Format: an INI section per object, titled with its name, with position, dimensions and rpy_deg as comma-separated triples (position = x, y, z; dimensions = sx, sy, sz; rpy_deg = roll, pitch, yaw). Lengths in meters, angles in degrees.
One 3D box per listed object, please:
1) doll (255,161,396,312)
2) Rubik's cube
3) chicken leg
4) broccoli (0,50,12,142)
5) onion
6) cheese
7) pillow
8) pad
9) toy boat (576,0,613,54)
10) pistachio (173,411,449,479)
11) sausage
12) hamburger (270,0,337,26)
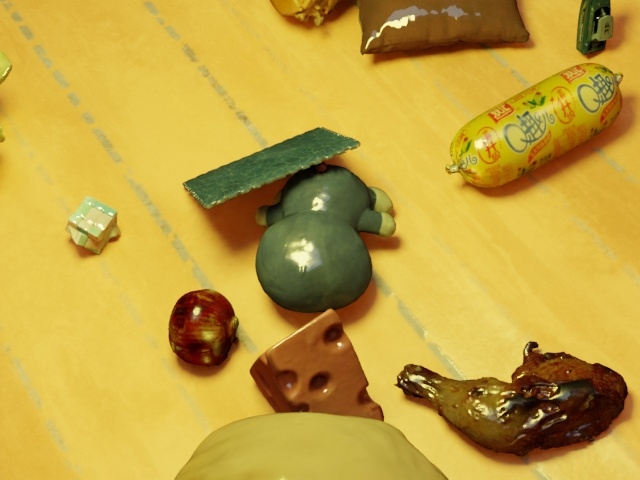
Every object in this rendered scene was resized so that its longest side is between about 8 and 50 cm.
[doll]
position = 0.000, 0.000, 1.926
dimensions = 0.228, 0.154, 0.258
rpy_deg = 5, 61, 8
[Rubik's cube]
position = -0.380, -0.020, 2.038
dimensions = 0.075, 0.073, 0.084
rpy_deg = 43, 63, 14
[chicken leg]
position = 0.274, 0.219, 1.757
dimensions = 0.323, 0.083, 0.177
rpy_deg = -11, 44, -2
[broccoli]
position = -0.668, -0.249, 2.112
dimensions = 0.348, 0.293, 0.281
rpy_deg = 34, 64, 28
[onion]
position = -0.178, 0.128, 1.872
dimensions = 0.119, 0.118, 0.117
rpy_deg = -6, 49, 4
[cheese]
position = 0.005, 0.212, 1.757
dimensions = 0.128, 0.203, 0.177
rpy_deg = -32, 84, -17
[pillow]
position = 0.212, -0.464, 2.254
dimensions = 0.306, 0.108, 0.307
rpy_deg = -4, 53, 2
[pad]
position = -0.086, -0.123, 2.003
dimensions = 0.269, 0.012, 0.270
rpy_deg = -23, 15, -11
[toy boat]
position = 0.478, -0.394, 2.136
dimensions = 0.055, 0.141, 0.060
rpy_deg = -17, 33, -29
[pistachio]
position = -0.038, 0.383, 1.569
dimensions = 0.446, 0.281, 0.365
rpy_deg = -14, 48, -22
[sausage]
position = 0.357, -0.189, 2.015
dimensions = 0.347, 0.123, 0.123
rpy_deg = -29, 54, -12
[hamburger]
position = -0.006, -0.556, 2.260
dimensions = 0.170, 0.290, 0.314
rpy_deg = 10, 55, -20
